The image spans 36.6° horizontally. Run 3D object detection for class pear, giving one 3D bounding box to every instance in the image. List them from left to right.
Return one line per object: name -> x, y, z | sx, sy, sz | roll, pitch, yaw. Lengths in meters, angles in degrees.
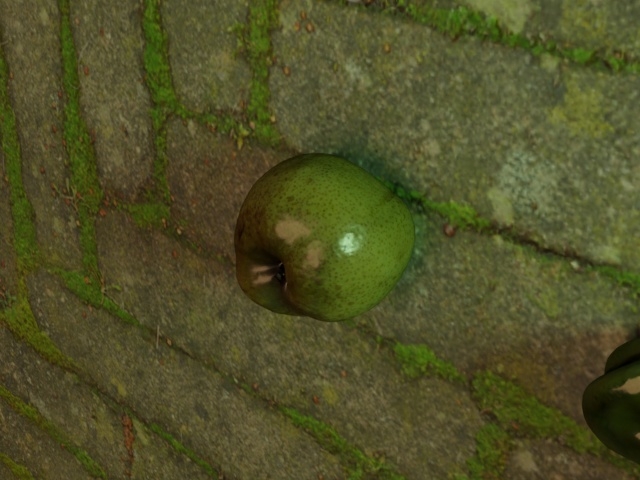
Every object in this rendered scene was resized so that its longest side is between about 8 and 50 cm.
pear -> 0.000, 0.000, 0.899 | 0.167, 0.136, 0.167 | 26, 131, 34

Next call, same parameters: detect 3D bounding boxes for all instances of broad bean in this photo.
broad bean -> 0.302, 0.157, 0.735 | 0.206, 0.072, 0.153 | 40, 136, 9
